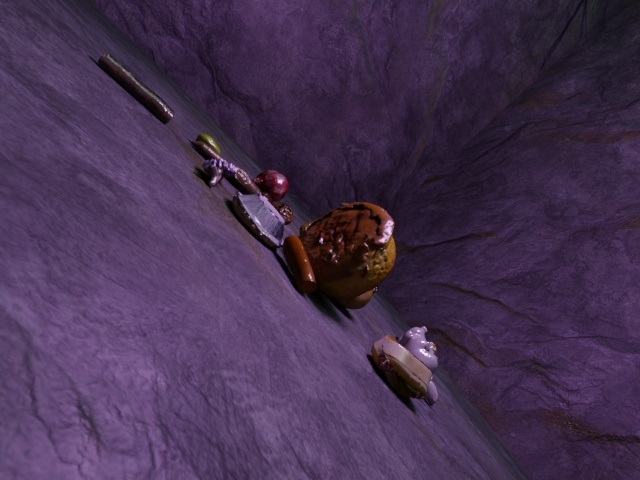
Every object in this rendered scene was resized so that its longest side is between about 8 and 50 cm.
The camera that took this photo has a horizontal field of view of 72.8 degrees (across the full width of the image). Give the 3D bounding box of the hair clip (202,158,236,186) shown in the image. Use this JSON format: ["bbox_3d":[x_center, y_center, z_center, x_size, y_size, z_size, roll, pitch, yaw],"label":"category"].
[{"bbox_3d":[-0.333,-0.224,1.439,0.106,0.084,0.292,3,9,-5],"label":"hair clip"}]

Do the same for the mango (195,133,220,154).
[{"bbox_3d":[-0.433,-0.363,1.675,0.108,0.073,0.056,42,36,-19],"label":"mango"}]

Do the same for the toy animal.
[{"bbox_3d":[0.370,0.454,1.654,0.325,0.154,0.208,-83,155,-57],"label":"toy animal"}]

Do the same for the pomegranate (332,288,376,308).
[{"bbox_3d":[0.120,0.165,1.606,0.196,0.196,0.196,47,5,-5],"label":"pomegranate"}]

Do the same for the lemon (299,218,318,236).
[{"bbox_3d":[0.002,0.001,1.890,0.193,0.180,0.180,32,-1,21],"label":"lemon"}]

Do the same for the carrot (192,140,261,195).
[{"bbox_3d":[-0.356,-0.273,1.684,0.342,0.070,0.070,42,7,-31],"label":"carrot"}]

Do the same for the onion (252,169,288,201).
[{"bbox_3d":[-0.249,-0.266,2.064,0.195,0.159,0.159,18,26,-47],"label":"onion"}]

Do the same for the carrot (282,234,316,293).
[{"bbox_3d":[-0.067,0.062,1.318,0.067,0.067,0.225,42,16,-43],"label":"carrot"}]

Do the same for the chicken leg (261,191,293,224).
[{"bbox_3d":[-0.204,-0.147,1.929,0.251,0.087,0.107,43,-17,46],"label":"chicken leg"}]

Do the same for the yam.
[{"bbox_3d":[-0.599,-0.496,1.425,0.274,0.061,0.061,42,7,-37],"label":"yam"}]

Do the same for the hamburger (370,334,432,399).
[{"bbox_3d":[0.244,0.388,1.328,0.210,0.116,0.173,42,-2,-10],"label":"hamburger"}]

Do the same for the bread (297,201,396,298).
[{"bbox_3d":[0.087,0.032,1.442,0.358,0.337,0.204,20,-28,51],"label":"bread"}]

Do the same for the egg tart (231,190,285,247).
[{"bbox_3d":[-0.186,-0.076,1.402,0.234,0.094,0.234,50,4,-5],"label":"egg tart"}]
